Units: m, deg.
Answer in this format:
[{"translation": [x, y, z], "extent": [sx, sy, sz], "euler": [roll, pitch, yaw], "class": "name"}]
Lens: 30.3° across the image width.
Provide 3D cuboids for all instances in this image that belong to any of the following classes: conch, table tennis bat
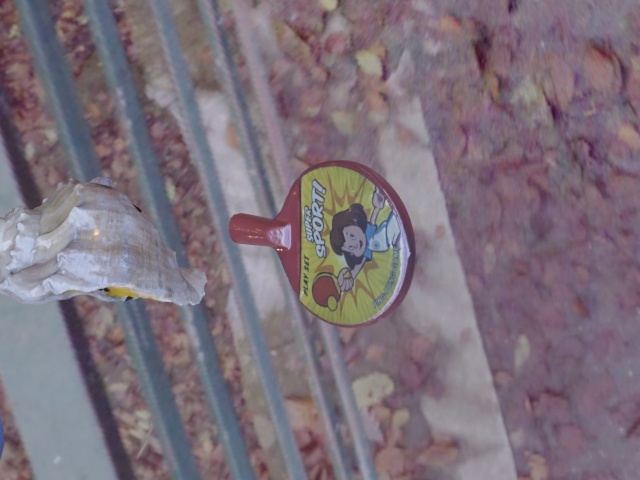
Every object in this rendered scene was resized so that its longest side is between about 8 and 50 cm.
[{"translation": [-0.316, 0.012, 1.647], "extent": [0.324, 0.263, 0.186], "euler": [0, 106, -14], "class": "conch"}, {"translation": [0.000, 0.000, 1.433], "extent": [0.310, 0.038, 0.200], "euler": [8, 101, 46], "class": "table tennis bat"}]

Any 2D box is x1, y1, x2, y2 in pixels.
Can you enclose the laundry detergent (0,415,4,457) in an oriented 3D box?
[{"translation": [-0.570, 0.252, 1.552], "extent": [0.290, 0.143, 0.094], "euler": [9, 120, -32], "class": "laundry detergent"}]
